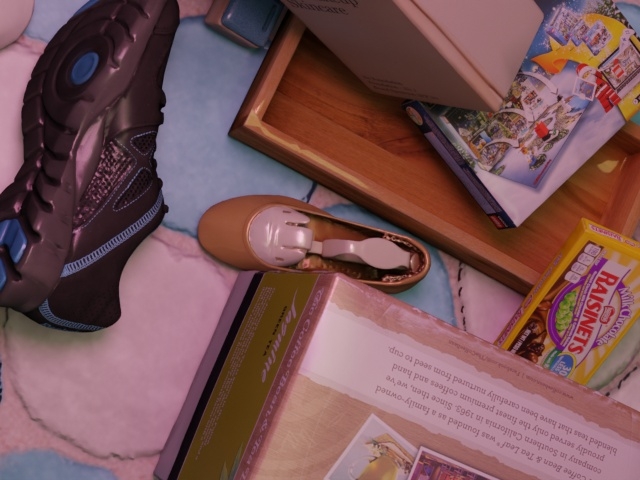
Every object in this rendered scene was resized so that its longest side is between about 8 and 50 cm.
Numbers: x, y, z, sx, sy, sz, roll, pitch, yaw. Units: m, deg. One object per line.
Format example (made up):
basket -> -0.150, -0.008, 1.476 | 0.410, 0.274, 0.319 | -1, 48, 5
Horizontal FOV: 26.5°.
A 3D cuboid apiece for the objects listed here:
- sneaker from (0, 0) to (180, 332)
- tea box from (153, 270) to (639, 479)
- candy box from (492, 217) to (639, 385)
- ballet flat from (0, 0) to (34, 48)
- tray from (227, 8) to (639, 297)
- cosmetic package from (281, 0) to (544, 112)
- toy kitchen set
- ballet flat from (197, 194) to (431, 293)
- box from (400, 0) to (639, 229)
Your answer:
sneaker -> -0.201, -0.081, 1.245 | 0.139, 0.125, 0.341 | 33, 72, -42
tea box -> 0.066, 0.187, 1.186 | 0.329, 0.323, 0.220 | 25, 82, -16
candy box -> 0.251, 0.077, 1.345 | 0.105, 0.027, 0.206 | 20, 123, -15
ballet flat -> -0.436, -0.263, 1.152 | 0.400, 0.139, 0.139 | 21, 80, -16
tray -> 0.134, -0.101, 1.363 | 0.411, 0.076, 0.203 | 28, 79, -14
cosmetic package -> 0.042, -0.239, 1.149 | 0.309, 0.160, 0.113 | 37, 74, -45
toy kitchen set -> -0.085, -0.271, 1.218 | 0.207, 0.166, 0.122 | 28, 85, -32
ballet flat -> 0.000, 0.000, 1.310 | 0.232, 0.073, 0.080 | 9, 83, -17
box -> 0.213, -0.145, 1.330 | 0.233, 0.044, 0.159 | -42, 100, -16
